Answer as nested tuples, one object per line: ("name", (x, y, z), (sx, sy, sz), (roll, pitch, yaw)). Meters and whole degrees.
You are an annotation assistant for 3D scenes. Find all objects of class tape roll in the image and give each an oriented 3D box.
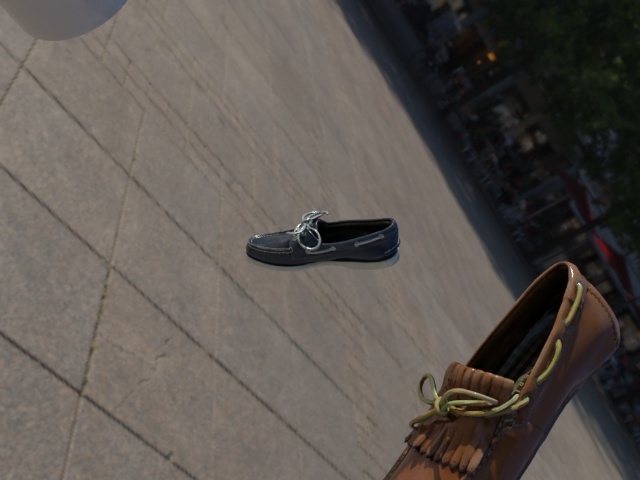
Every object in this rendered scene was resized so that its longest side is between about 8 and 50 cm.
("tape roll", (-0.434, -0.469, 1.208), (0.169, 0.246, 0.246), (57, 10, -61))

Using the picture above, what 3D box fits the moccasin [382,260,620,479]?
("moccasin", (0.182, 0.177, 0.828), (0.147, 0.380, 0.139), (53, -13, -22))

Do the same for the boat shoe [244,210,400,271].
("boat shoe", (0.000, 0.000, 1.209), (0.095, 0.254, 0.079), (-70, 158, -54))
